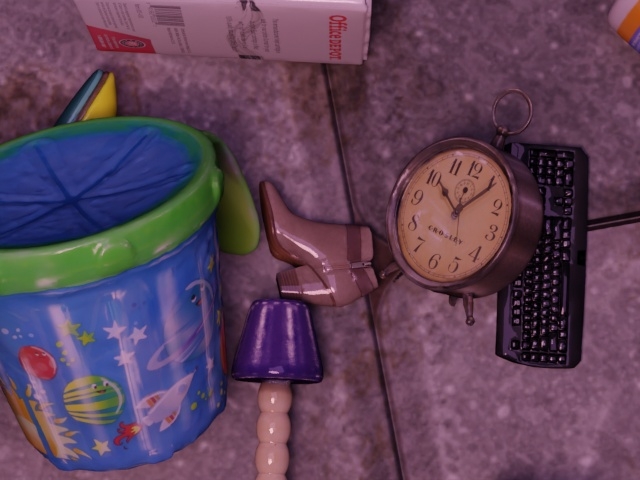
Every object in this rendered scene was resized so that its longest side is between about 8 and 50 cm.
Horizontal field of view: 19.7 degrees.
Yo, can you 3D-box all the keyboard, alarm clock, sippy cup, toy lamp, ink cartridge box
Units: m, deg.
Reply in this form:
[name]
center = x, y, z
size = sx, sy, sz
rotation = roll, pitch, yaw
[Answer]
[keyboard]
center = 0.176, 0.011, 1.552
size = 0.100, 0.038, 0.192
rotation = 2, 80, 1
[alarm clock]
center = 0.129, -0.035, 1.519
size = 0.129, 0.064, 0.192
rotation = 30, 101, 39
[sippy cup]
center = -0.173, 0.051, 1.440
size = 0.306, 0.240, 0.224
rotation = -17, 117, -11
[toy lamp]
center = -0.038, 0.186, 1.508
size = 0.080, 0.080, 0.274
rotation = 2, 84, 1
[ink cartridge box]
center = -0.075, -0.218, 1.522
size = 0.237, 0.172, 0.100
rotation = 3, 81, 1

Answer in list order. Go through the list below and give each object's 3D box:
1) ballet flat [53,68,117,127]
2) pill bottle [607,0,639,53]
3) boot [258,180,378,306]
[ballet flat]
center = -0.227, -0.035, 1.553
size = 0.077, 0.077, 0.231
rotation = 38, 86, -15
[pill bottle]
center = 0.385, -0.151, 1.518
size = 0.272, 0.152, 0.152
rotation = 42, 84, 7
[boot]
center = 0.000, 0.000, 1.557
size = 0.087, 0.042, 0.118
rotation = -11, 82, -8
